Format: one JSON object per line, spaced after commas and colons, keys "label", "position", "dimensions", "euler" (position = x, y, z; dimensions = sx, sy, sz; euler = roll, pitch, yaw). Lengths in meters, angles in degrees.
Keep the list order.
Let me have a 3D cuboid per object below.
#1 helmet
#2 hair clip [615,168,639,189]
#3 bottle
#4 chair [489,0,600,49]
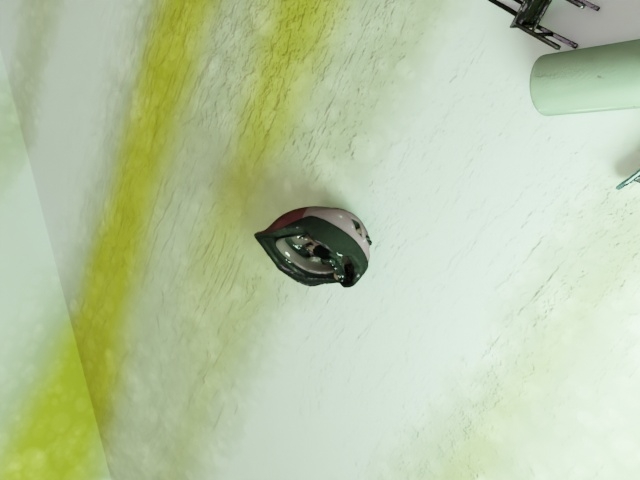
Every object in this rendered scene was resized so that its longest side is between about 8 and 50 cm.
{"label": "helmet", "position": [0.000, 0.000, 1.467], "dimensions": [0.253, 0.154, 0.198], "euler": [19, 152, 43]}
{"label": "hair clip", "position": [0.555, -0.190, 1.047], "dimensions": [0.083, 0.048, 0.275], "euler": [31, 115, 31]}
{"label": "bottle", "position": [0.455, -0.252, 1.043], "dimensions": [0.245, 0.104, 0.104], "euler": [5, 106, 46]}
{"label": "chair", "position": [0.336, -0.397, 1.116], "dimensions": [0.212, 0.101, 0.084], "euler": [39, 123, 22]}
